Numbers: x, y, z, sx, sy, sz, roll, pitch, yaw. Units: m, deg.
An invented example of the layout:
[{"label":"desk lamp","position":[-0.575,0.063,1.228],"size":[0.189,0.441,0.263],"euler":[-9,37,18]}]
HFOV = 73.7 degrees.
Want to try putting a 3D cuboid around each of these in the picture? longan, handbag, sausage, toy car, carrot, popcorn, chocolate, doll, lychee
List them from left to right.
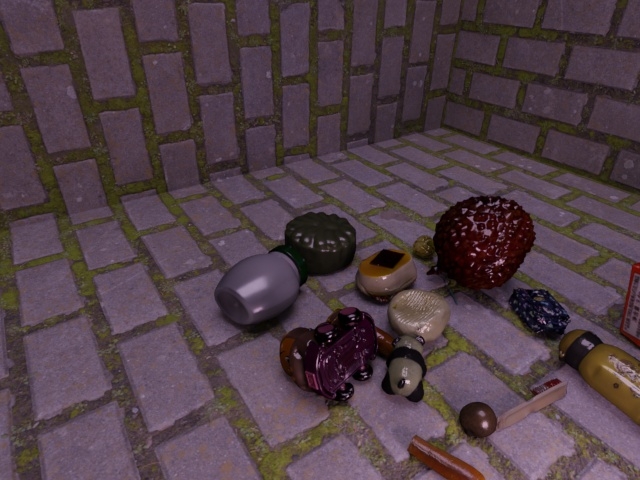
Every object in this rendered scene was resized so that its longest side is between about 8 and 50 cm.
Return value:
[{"label":"toy car","position":[0.025,0.374,1.472],"size":[0.240,0.271,0.341],"euler":[4,23,45]},{"label":"sausage","position":[0.161,0.344,1.628],"size":[0.302,0.103,0.076],"euler":[25,73,35]},{"label":"doll","position":[0.292,0.430,1.452],"size":[0.144,0.135,0.234],"euler":[11,40,13]},{"label":"popcorn","position":[0.518,0.034,2.135],"size":[0.106,0.116,0.120],"euler":[-19,70,22]},{"label":"carrot","position":[0.357,0.636,1.205],"size":[0.225,0.067,0.067],"euler":[21,37,31]},{"label":"lychee","position":[0.685,0.025,1.876],"size":[0.425,0.500,0.424],"euler":[36,30,-26]},{"label":"longan","position":[0.484,0.554,1.315],"size":[0.114,0.092,0.113],"euler":[-6,72,17]},{"label":"handbag","position":[0.897,0.278,1.742],"size":[0.162,0.113,0.260],"euler":[6,25,-5]},{"label":"chocolate","position":[1.342,0.215,1.639],"size":[0.342,0.360,0.161],"euler":[-14,22,-22]}]

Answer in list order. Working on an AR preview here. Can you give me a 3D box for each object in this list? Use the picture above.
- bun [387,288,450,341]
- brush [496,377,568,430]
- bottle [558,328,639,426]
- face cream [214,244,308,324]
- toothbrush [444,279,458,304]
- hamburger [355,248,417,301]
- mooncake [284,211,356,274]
[{"label":"bun","position":[0.381,0.300,1.656],"size":[0.259,0.159,0.259],"euler":[-14,29,8]},{"label":"brush","position":[0.682,0.527,1.392],"size":[0.321,0.060,0.050],"euler":[-15,23,-23]},{"label":"bottle","position":[0.976,0.437,1.432],"size":[0.172,0.171,0.351],"euler":[-14,36,-23]},{"label":"face cream","position":[-0.236,0.181,1.764],"size":[0.313,0.219,0.357],"euler":[21,37,29]},{"label":"toothbrush","position":[0.583,0.229,1.899],"size":[0.011,0.014,0.167],"euler":[6,32,-9]},{"label":"hamburger","position":[0.291,0.151,1.897],"size":[0.295,0.151,0.227],"euler":[-29,37,-32]},{"label":"mooncake","position":[0.000,0.000,2.084],"size":[0.357,0.194,0.356],"euler":[0,33,0]}]
